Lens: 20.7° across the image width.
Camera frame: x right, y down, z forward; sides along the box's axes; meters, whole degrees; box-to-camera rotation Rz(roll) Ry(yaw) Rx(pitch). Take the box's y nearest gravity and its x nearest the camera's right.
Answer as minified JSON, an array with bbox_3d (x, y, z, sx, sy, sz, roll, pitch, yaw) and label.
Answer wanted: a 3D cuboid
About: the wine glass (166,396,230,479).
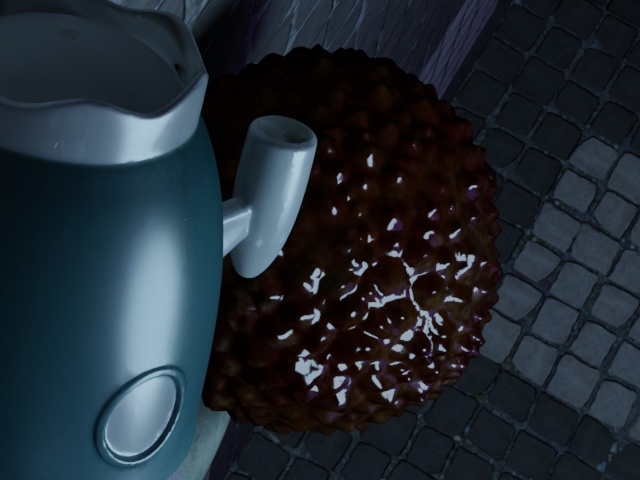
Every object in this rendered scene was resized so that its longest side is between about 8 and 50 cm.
[{"bbox_3d":[-0.174,0.204,1.384,0.241,0.126,0.126,-57,173,-21],"label":"wine glass"}]

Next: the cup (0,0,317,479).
[{"bbox_3d":[-0.113,-0.007,0.706,0.299,0.167,0.173,-17,134,-43],"label":"cup"}]

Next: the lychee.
[{"bbox_3d":[0.000,0.000,1.178,0.300,0.264,0.264,-5,128,-57],"label":"lychee"}]
